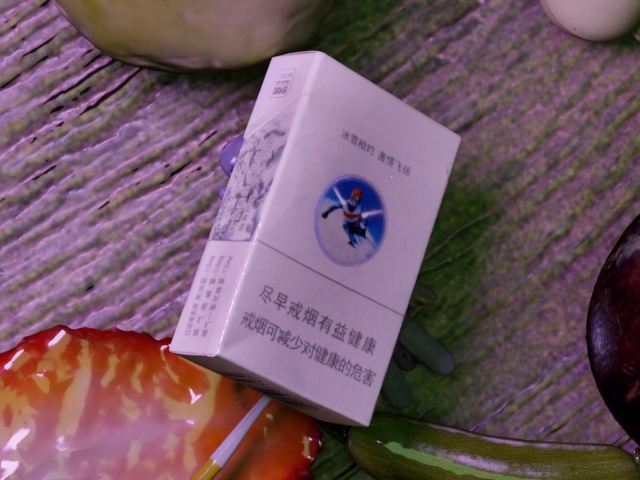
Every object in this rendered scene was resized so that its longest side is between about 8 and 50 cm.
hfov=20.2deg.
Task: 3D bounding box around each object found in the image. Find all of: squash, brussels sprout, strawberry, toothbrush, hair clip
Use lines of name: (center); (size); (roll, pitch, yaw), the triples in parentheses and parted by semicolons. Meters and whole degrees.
squash: (0.152, 0.198, 1.552); (0.319, 0.071, 0.080); (7, 110, -1)
brussels sprout: (-0.095, -0.268, 1.480); (0.317, 0.242, 0.273); (3, 68, -9)
strawberry: (-0.168, 0.199, 1.499); (0.336, 0.149, 0.265); (-18, 84, -16)
toothbrush: (-0.097, 0.195, 1.430); (0.288, 0.021, 0.024); (-46, 103, -19)
hair clip: (0.001, 0.028, 1.538); (0.137, 0.090, 0.278); (-39, 91, -1)

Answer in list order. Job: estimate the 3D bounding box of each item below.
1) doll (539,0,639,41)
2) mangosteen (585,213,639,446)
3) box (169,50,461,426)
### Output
doll: (0.183, -0.271, 1.563); (0.296, 0.117, 0.141); (43, 70, -15)
mangosteen: (0.356, 0.069, 1.470); (0.288, 0.288, 0.288); (0, 88, -5)
box: (0.000, 0.000, 1.427); (0.164, 0.069, 0.256); (29, 73, -34)
